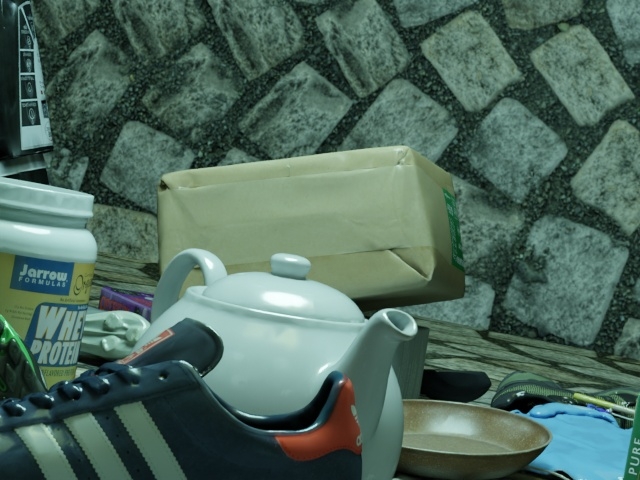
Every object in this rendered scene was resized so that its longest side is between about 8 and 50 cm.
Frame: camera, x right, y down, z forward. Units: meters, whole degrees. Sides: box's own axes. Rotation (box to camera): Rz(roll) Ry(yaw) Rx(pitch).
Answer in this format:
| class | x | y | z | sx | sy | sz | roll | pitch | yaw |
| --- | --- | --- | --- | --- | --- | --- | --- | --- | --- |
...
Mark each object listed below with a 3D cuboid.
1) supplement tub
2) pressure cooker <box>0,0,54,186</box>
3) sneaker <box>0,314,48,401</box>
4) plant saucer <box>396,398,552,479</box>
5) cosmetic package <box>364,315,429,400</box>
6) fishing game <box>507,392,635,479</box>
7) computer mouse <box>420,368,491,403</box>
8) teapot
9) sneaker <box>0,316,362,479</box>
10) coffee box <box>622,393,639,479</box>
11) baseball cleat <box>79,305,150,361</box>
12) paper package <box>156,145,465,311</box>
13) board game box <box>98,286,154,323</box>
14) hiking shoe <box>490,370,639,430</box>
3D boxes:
| class | x | y | z | sx | sy | sz | roll | pitch | yaw |
| --- | --- | --- | --- | --- | --- | --- | --- | --- | --- |
| supplement tub | -0.272 | 0.049 | 1.596 | 0.144 | 0.199 | 0.144 | 10 | 3 | -1 |
| pressure cooker | -0.480 | -0.106 | 1.969 | 0.370 | 0.420 | 0.376 | -13 | 3 | -43 |
| sneaker | -0.339 | 0.079 | 1.463 | 0.344 | 0.134 | 0.146 | 20 | -8 | 32 |
| plant saucer | 0.115 | 0.188 | 1.726 | 0.199 | 0.036 | 0.198 | 4 | 9 | -1 |
| cosmetic package | 0.018 | 0.134 | 2.066 | 0.127 | 0.107 | 0.238 | 10 | 5 | 27 |
| fishing game | 0.259 | 0.210 | 1.838 | 0.189 | 0.041 | 0.264 | 13 | 17 | 22 |
| computer mouse | 0.089 | 0.174 | 2.249 | 0.242 | 0.041 | 0.071 | 3 | -5 | -7 |
| teapot | -0.045 | 0.102 | 1.500 | 0.256 | 0.187 | 0.252 | 10 | 2 | 9 |
| sneaker | -0.140 | 0.116 | 1.212 | 0.350 | 0.148 | 0.131 | 10 | 3 | -14 |
| coffee box | 0.364 | 0.207 | 1.655 | 0.184 | 0.113 | 0.040 | 10 | 3 | 30 |
| baseball cleat | -0.275 | 0.105 | 2.069 | 0.206 | 0.072 | 0.109 | 13 | -13 | 16 |
| paper package | 0.000 | 0.000 | 2.175 | 0.310 | 0.168 | 0.325 | -6 | -6 | 11 |
| board game box | -0.139 | 0.118 | 2.419 | 0.208 | 0.056 | 0.347 | 4 | 5 | -26 |
| hiking shoe | 0.286 | 0.205 | 2.000 | 0.227 | 0.086 | 0.114 | 7 | 17 | 21 |
